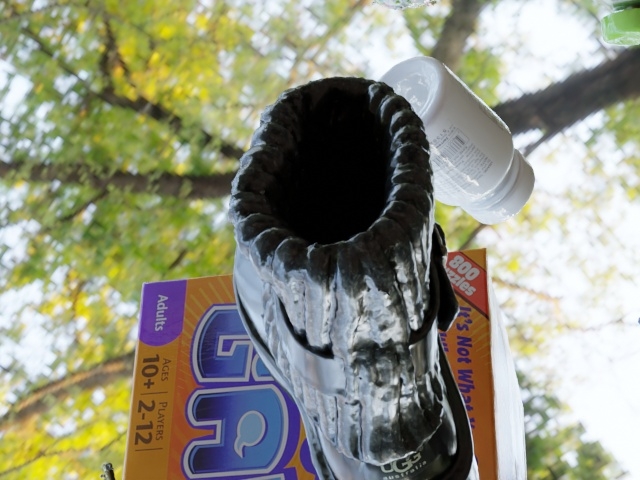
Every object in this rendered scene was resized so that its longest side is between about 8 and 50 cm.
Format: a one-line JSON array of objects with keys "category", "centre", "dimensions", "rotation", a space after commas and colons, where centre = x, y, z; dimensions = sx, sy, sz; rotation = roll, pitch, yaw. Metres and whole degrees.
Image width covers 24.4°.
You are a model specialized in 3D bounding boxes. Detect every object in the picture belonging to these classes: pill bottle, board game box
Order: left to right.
[{"category": "board game box", "centre": [0.023, 0.264, 1.511], "dimensions": [0.357, 0.356, 0.356], "rotation": [-6, -125, 11]}, {"category": "pill bottle", "centre": [0.167, -0.118, 1.852], "dimensions": [0.229, 0.131, 0.131], "rotation": [37, -138, -39]}]

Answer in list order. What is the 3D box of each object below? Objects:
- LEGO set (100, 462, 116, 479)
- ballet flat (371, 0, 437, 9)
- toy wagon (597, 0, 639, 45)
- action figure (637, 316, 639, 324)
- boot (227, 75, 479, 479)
[{"category": "LEGO set", "centre": [-0.160, 0.190, 1.027], "dimensions": [0.083, 0.023, 0.054], "rotation": [-30, -75, -74]}, {"category": "ballet flat", "centre": [0.109, -0.286, 1.347], "dimensions": [0.091, 0.077, 0.241], "rotation": [55, -134, -15]}, {"category": "toy wagon", "centre": [0.257, -0.293, 1.174], "dimensions": [0.344, 0.068, 0.267], "rotation": [-6, -95, 9]}, {"category": "action figure", "centre": [0.369, 0.082, 1.084], "dimensions": [0.341, 0.330, 0.178], "rotation": [32, 179, 40]}, {"category": "boot", "centre": [0.004, -0.001, 0.953], "dimensions": [0.131, 0.260, 0.348], "rotation": [-22, -143, -6]}]
